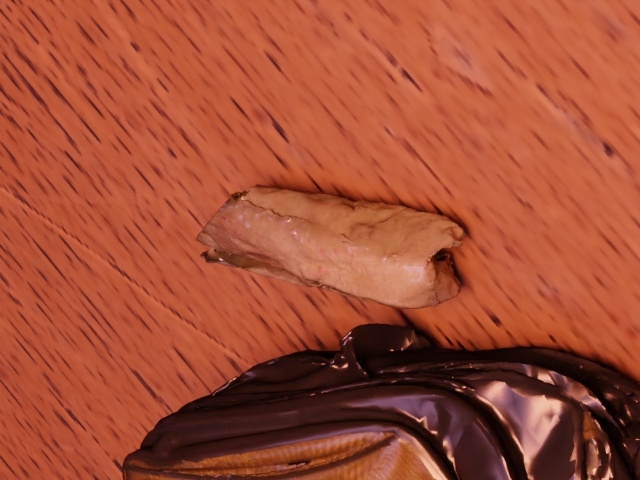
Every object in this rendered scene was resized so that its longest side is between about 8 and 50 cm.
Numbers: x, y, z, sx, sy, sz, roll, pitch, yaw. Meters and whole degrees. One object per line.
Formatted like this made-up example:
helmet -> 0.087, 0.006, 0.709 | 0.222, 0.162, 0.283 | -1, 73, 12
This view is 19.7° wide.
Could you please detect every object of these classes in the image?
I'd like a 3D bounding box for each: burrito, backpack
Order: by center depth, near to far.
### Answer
backpack -> 0.051, 0.134, 0.827 | 0.258, 0.133, 0.206 | -11, 98, 36
burrito -> 0.000, 0.000, 0.844 | 0.149, 0.041, 0.055 | 12, 134, 34
